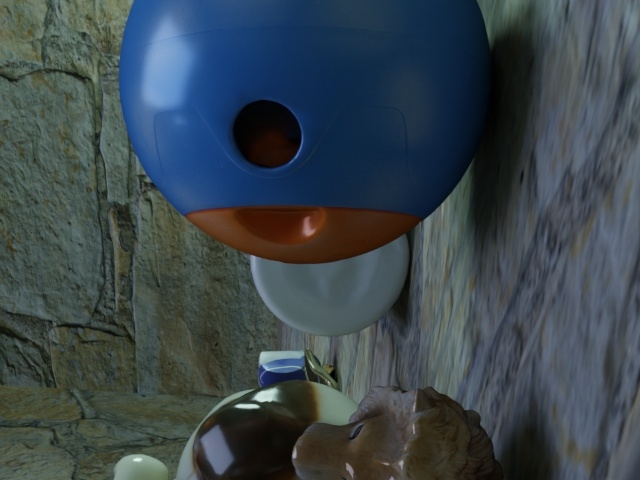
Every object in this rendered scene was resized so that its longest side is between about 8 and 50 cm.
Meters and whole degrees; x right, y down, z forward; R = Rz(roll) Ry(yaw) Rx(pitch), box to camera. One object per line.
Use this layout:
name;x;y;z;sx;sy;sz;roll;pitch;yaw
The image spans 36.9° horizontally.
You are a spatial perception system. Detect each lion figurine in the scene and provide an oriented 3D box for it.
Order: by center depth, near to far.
lion figurine;0.062;0.292;0.629;0.240;0.142;0.392;148;112;-68

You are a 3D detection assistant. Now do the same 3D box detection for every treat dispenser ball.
treat dispenser ball;-0.011;-0.126;0.752;0.288;0.288;0.288;-176;90;-85

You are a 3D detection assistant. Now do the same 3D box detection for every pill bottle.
pill bottle;0.000;0.000;1.183;0.318;0.176;0.176;-119;33;-81

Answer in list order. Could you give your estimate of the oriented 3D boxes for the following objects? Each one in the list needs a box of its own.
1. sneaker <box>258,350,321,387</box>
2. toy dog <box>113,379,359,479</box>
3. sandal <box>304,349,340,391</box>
sneaker;-0.057;0.366;1.968;0.315;0.128;0.182;89;177;-53
toy dog;-0.081;0.316;0.860;0.407;0.285;0.395;-66;22;1
sandal;0.009;0.244;1.673;0.180;0.049;0.072;-146;53;-68
